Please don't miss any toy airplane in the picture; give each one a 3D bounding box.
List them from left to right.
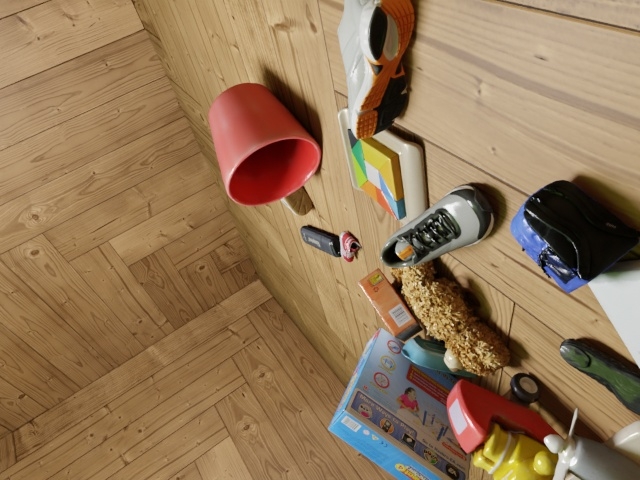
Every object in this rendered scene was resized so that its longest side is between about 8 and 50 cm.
[{"bbox_3d":[0.406,0.453,0.790,0.384,0.272,0.386,-7,101,51],"label":"toy airplane"}]

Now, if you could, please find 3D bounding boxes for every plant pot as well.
[{"bbox_3d":[-0.170,-0.268,1.231,0.243,0.275,0.275,61,166,22],"label":"plant pot"}]

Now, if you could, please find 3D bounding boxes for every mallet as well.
[{"bbox_3d":[0.262,0.187,1.168,0.189,0.039,0.062,56,166,21],"label":"mallet"}]

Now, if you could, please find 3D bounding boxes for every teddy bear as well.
[{"bbox_3d":[0.252,0.154,0.995,0.338,0.113,0.245,57,166,5],"label":"teddy bear"}]

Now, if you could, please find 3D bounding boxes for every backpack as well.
[{"bbox_3d":[0.301,-0.005,0.574,0.120,0.098,0.101,52,167,18],"label":"backpack"}]

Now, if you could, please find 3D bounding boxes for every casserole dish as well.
[{"bbox_3d":[0.283,0.270,1.073,0.114,0.188,0.037,-123,49,-78],"label":"casserole dish"}]

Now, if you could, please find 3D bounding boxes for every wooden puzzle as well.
[{"bbox_3d":[0.122,-0.142,0.945,0.239,0.044,0.221,42,157,44],"label":"wooden puzzle"}]

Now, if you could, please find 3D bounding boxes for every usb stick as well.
[{"bbox_3d":[0.000,0.000,1.571,0.077,0.045,0.278,63,164,-21],"label":"usb stick"}]

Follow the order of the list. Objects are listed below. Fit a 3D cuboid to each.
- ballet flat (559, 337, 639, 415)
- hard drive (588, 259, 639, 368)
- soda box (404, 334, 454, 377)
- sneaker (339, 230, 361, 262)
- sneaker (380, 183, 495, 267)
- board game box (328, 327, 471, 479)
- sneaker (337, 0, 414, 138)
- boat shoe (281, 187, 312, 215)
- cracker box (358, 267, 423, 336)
[{"bbox_3d":[0.439,0.199,0.669,0.173,0.049,0.057,39,128,37],"label":"ballet flat"},{"bbox_3d":[0.445,0.101,0.450,0.203,0.040,0.307,58,164,0],"label":"hard drive"},{"bbox_3d":[0.307,0.354,1.292,0.169,0.060,0.053,50,161,27],"label":"soda box"},{"bbox_3d":[0.092,0.033,1.365,0.067,0.042,0.118,46,158,46],"label":"sneaker"},{"bbox_3d":[0.202,-0.008,0.816,0.100,0.108,0.271,57,151,6],"label":"sneaker"},{"bbox_3d":[0.212,0.406,1.093,0.308,0.302,0.086,34,124,5],"label":"board game box"},{"bbox_3d":[0.078,-0.290,0.745,0.121,0.099,0.262,57,158,32],"label":"sneaker"},{"bbox_3d":[-0.134,-0.199,1.502,0.277,0.098,0.096,60,163,-12],"label":"boat shoe"},{"bbox_3d":[0.183,0.170,1.159,0.156,0.067,0.232,56,-176,21],"label":"cracker box"}]
